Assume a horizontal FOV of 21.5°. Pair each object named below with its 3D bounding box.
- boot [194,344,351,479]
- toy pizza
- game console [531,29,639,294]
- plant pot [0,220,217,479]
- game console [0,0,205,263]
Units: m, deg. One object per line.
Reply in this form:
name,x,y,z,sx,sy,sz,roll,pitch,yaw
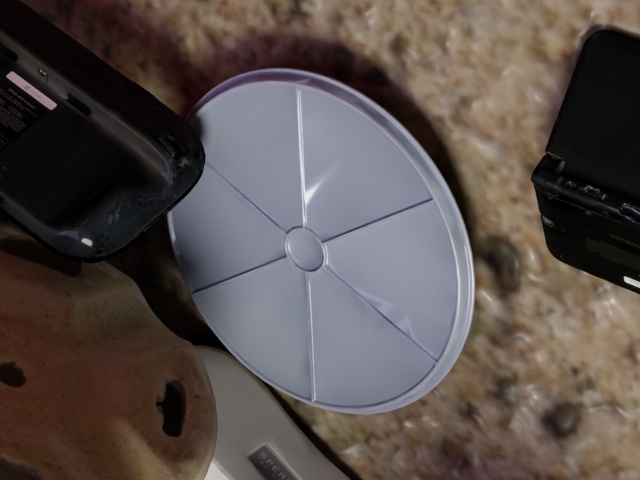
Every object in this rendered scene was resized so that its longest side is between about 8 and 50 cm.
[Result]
boot,-0.028,0.190,1.012,0.258,0.095,0.123,52,140,16
toy pizza,0.000,0.000,0.918,0.201,0.032,0.201,17,121,30
game console,0.168,-0.024,0.786,0.122,0.071,0.107,24,155,28
plant pot,-0.211,0.168,0.921,0.334,0.334,0.305,40,124,15
game console,-0.233,-0.104,0.932,0.361,0.213,0.044,36,160,18
